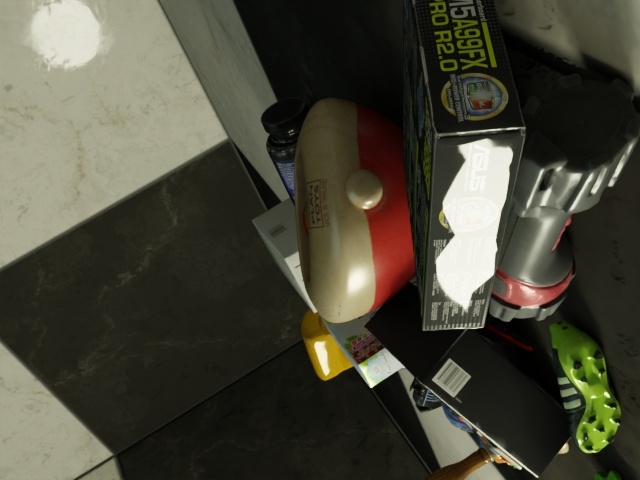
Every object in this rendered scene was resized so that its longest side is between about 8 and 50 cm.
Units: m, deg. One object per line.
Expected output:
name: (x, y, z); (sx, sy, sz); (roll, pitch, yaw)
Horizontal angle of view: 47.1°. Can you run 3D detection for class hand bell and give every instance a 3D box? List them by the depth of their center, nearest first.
hand bell: (0.248, 0.341, 1.142); (0.126, 0.242, 0.126); (57, 172, 12)

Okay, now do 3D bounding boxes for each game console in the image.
game console: (0.244, 0.089, 1.048); (0.124, 0.085, 0.144); (28, 175, -4)

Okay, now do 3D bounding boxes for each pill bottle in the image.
pill bottle: (-0.033, -0.166, 1.447); (0.123, 0.123, 0.219); (50, 168, 52)

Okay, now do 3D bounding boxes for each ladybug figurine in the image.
ladybug figurine: (0.054, -0.041, 1.019); (0.449, 0.162, 0.305); (173, 93, -85)

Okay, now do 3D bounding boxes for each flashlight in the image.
flashlight: (0.194, -0.023, 0.630); (0.304, 0.103, 0.103); (83, -171, -63)

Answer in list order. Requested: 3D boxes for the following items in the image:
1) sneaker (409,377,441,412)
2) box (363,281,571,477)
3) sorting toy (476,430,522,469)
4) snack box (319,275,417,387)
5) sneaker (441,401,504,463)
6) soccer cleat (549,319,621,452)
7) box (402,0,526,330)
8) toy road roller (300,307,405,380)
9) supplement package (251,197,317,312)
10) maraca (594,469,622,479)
sneaker: (0.250, 0.331, 1.694); (0.081, 0.090, 0.232); (53, 171, 39)
box: (0.209, 0.190, 1.030); (0.261, 0.103, 0.184); (41, 177, -26)
sorting toy: (0.264, 0.310, 1.059); (0.083, 0.012, 0.062); (40, 179, -17)
snack box: (0.122, 0.128, 1.260); (0.174, 0.207, 0.070); (50, 168, 54)
sneaker: (0.308, 0.333, 1.432); (0.221, 0.083, 0.087); (36, 144, 58)
soccer cleat: (0.301, 0.168, 0.844); (0.072, 0.060, 0.179); (-114, 4, -60)
box: (0.107, -0.080, 0.621); (0.270, 0.060, 0.216); (81, -175, -55)
toy road roller: (0.057, 0.165, 1.647); (0.329, 0.241, 0.202); (51, 161, 54)
supplement package: (0.000, 0.000, 1.577); (0.145, 0.204, 0.262); (62, 172, -26)
maraca: (0.395, 0.398, 0.985); (0.127, 0.099, 0.185); (-138, 44, -60)
